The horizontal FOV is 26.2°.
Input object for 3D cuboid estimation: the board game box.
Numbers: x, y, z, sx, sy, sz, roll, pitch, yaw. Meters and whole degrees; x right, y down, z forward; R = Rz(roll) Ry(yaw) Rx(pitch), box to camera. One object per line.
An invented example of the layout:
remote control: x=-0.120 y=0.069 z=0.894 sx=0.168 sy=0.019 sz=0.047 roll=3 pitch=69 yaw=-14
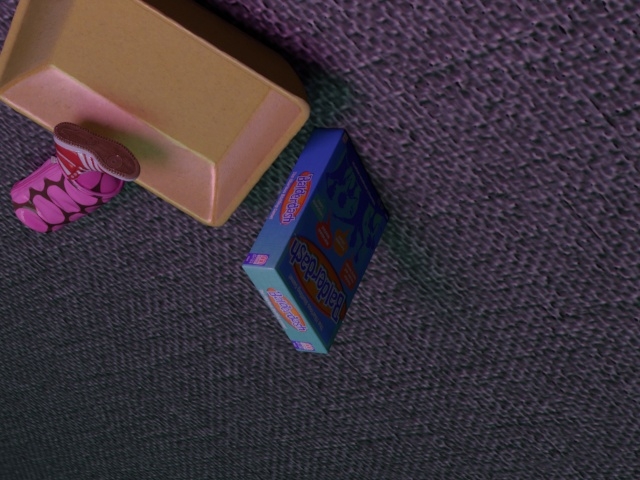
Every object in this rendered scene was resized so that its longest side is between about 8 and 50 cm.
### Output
board game box: x=0.000 y=0.000 z=1.592 sx=0.047 sy=0.210 sz=0.160 roll=4 pitch=143 yaw=32

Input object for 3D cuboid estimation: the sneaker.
sneaker: x=-0.270 y=-0.093 z=1.660 sx=0.118 sy=0.042 sz=0.067 roll=29 pitch=146 yaw=10

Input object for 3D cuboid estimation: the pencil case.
pencil case: x=-0.347 y=-0.075 z=1.852 sx=0.098 sy=0.095 sz=0.209 roll=8 pitch=160 yaw=-33

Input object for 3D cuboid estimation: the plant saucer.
plant saucer: x=-0.192 y=-0.187 z=1.582 sx=0.332 sy=0.081 sz=0.333 roll=32 pitch=148 yaw=-8
